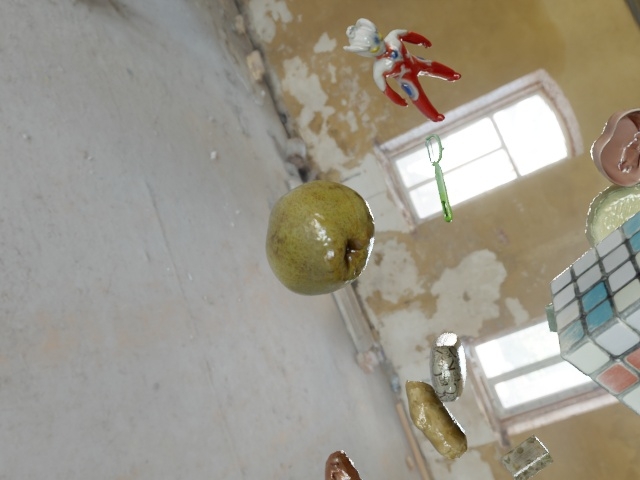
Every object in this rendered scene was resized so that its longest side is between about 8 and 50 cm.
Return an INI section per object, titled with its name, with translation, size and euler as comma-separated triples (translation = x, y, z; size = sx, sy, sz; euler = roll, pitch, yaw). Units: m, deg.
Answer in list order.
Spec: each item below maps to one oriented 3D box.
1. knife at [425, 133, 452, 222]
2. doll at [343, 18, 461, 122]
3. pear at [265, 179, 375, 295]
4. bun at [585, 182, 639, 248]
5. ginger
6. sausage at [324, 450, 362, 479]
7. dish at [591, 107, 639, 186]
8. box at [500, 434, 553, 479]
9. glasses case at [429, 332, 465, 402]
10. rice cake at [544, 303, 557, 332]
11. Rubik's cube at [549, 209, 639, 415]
[knife]
translation = 0.276, -0.145, 1.271
size = 0.015, 0.054, 0.212
euler = 0, 74, -31
[doll]
translation = 0.210, -0.454, 1.458
size = 0.383, 0.189, 0.099
euler = 19, 0, -34
[pear]
translation = 0.000, 0.000, 1.077
size = 0.188, 0.211, 0.229
euler = 7, 98, -33
[bun]
translation = 0.912, -0.054, 1.660
size = 0.260, 0.259, 0.152
euler = 67, 21, 1
[ginger]
translation = 0.233, 0.366, 1.146
size = 0.190, 0.068, 0.095
euler = 53, 11, 5
[sausage]
translation = 0.035, 0.565, 1.055
size = 0.079, 0.086, 0.327
euler = 162, -64, -75
[dish]
translation = 0.803, -0.256, 1.487
size = 0.213, 0.213, 0.090
euler = 58, 1, -29
[box]
translation = 0.457, 0.487, 1.247
size = 0.045, 0.098, 0.062
euler = 52, 0, -32
[glasses case]
translation = 0.330, 0.320, 1.452
size = 0.354, 0.085, 0.137
euler = 9, 76, -75
[rice cake]
translation = 0.853, 0.287, 2.075
size = 0.171, 0.033, 0.029
euler = 60, 44, -43
[Rubik's cube]
translation = 0.608, 0.140, 1.023
size = 0.253, 0.259, 0.256
euler = 38, 30, -6
